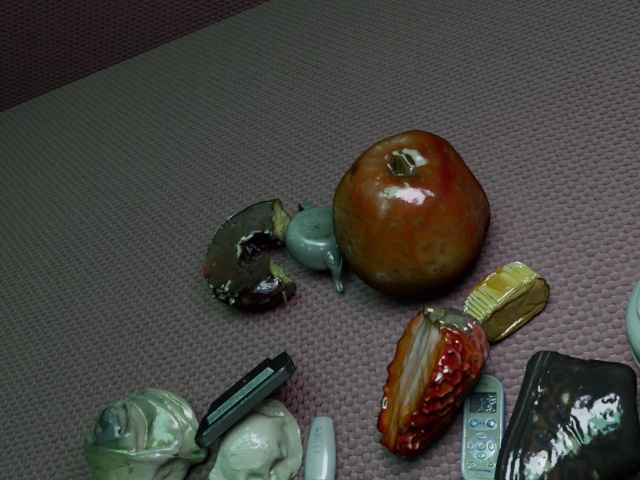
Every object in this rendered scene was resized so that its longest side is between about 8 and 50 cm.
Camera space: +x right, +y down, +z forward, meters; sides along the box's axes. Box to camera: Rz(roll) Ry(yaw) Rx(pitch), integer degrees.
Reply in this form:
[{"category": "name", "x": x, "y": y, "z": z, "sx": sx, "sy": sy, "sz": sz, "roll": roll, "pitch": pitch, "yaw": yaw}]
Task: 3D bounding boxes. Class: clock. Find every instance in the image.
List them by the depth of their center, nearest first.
[{"category": "clock", "x": -0.182, "y": 0.362, "z": 1.649, "sx": 0.273, "sy": 0.279, "sz": 0.049, "roll": -39, "pitch": 91, "yaw": -7}]

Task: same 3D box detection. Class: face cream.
[{"category": "face cream", "x": 0.000, "y": 0.489, "z": 1.565, "sx": 0.072, "sy": 0.051, "sz": 0.182, "roll": -12, "pitch": 49, "yaw": 19}]

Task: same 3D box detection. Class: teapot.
[{"category": "teapot", "x": 0.000, "y": 0.000, "z": 1.891, "sx": 0.193, "sy": 0.129, "sz": 0.294, "roll": -15, "pitch": 44, "yaw": -16}]

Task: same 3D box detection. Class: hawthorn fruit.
[{"category": "hawthorn fruit", "x": 0.210, "y": -0.075, "z": 1.675, "sx": 0.403, "sy": 0.403, "sz": 0.402, "roll": -15, "pitch": 49, "yaw": 18}]

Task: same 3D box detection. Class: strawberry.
[{"category": "strawberry", "x": 0.247, "y": 0.310, "z": 1.502, "sx": 0.336, "sy": 0.149, "sz": 0.265, "roll": -67, "pitch": 15, "yaw": -4}]

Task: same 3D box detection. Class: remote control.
[{"category": "remote control", "x": 0.343, "y": 0.400, "z": 1.456, "sx": 0.087, "sy": 0.047, "sz": 0.244, "roll": -8, "pitch": 52, "yaw": 27}]

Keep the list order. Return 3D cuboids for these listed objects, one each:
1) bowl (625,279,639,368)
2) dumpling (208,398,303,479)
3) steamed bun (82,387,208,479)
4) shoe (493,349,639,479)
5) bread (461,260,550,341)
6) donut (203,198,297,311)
[{"category": "bowl", "x": 0.713, "y": 0.143, "z": 1.312, "sx": 0.307, "sy": 0.163, "sz": 0.307, "roll": -37, "pitch": 31, "yaw": 27}, {"category": "dumpling", "x": -0.137, "y": 0.487, "z": 1.592, "sx": 0.193, "sy": 0.147, "sz": 0.258, "roll": 24, "pitch": 58, "yaw": 6}, {"category": "steamed bun", "x": -0.446, "y": 0.477, "z": 1.710, "sx": 0.280, "sy": 0.207, "sz": 0.268, "roll": -39, "pitch": 46, "yaw": -8}, {"category": "shoe", "x": 0.479, "y": 0.389, "z": 1.304, "sx": 0.237, "sy": 0.171, "sz": 0.384, "roll": 3, "pitch": 48, "yaw": 35}, {"category": "bread", "x": 0.411, "y": 0.133, "z": 1.574, "sx": 0.190, "sy": 0.132, "sz": 0.114, "roll": -38, "pitch": 45, "yaw": -8}, {"category": "donut", "x": -0.198, "y": 0.060, "z": 1.957, "sx": 0.259, "sy": 0.136, "sz": 0.345, "roll": -24, "pitch": 46, "yaw": 17}]
